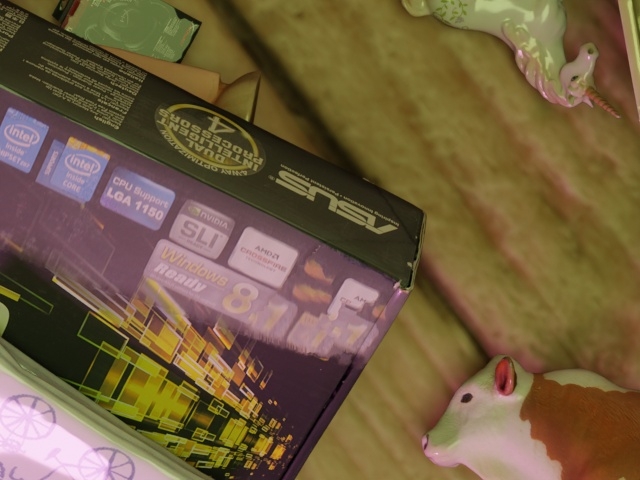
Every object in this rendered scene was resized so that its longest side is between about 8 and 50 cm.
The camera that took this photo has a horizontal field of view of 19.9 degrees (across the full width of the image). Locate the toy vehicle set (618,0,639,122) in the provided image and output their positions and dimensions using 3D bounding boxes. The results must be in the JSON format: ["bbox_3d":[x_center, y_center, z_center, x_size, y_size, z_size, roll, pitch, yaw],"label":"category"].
[{"bbox_3d":[0.242,-0.211,1.043,0.166,0.035,0.267,-9,88,12],"label":"toy vehicle set"}]

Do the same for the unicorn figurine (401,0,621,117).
[{"bbox_3d":[0.123,-0.148,1.137,0.162,0.060,0.111,15,93,10],"label":"unicorn figurine"}]

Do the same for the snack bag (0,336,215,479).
[{"bbox_3d":[-0.270,0.143,1.036,0.342,0.037,0.323,37,121,-12],"label":"snack bag"}]

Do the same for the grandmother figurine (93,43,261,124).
[{"bbox_3d":[-0.211,-0.084,1.071,0.342,0.104,0.208,10,108,-1],"label":"grandmother figurine"}]

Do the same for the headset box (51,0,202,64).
[{"bbox_3d":[-0.123,-0.127,1.122,0.083,0.032,0.062,28,91,-6],"label":"headset box"}]

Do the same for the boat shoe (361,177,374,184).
[{"bbox_3d":[0.000,0.000,1.145,0.100,0.035,0.035,-43,69,3],"label":"boat shoe"}]

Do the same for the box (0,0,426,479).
[{"bbox_3d":[-0.184,0.033,1.031,0.395,0.097,0.318,27,120,-6],"label":"box"}]

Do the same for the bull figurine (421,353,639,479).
[{"bbox_3d":[0.216,0.171,1.121,0.310,0.101,0.188,7,69,-10],"label":"bull figurine"}]
